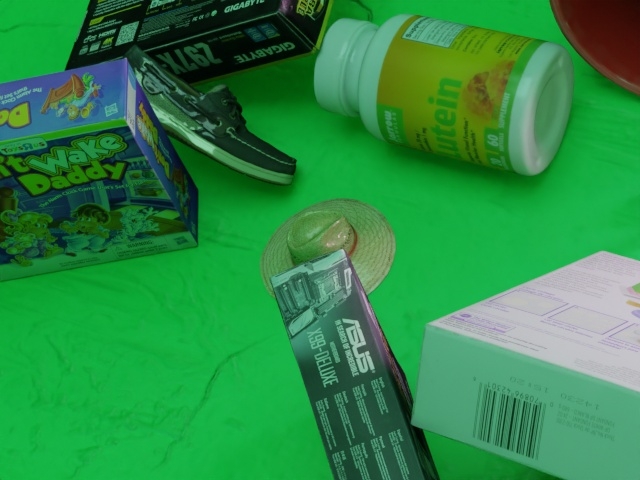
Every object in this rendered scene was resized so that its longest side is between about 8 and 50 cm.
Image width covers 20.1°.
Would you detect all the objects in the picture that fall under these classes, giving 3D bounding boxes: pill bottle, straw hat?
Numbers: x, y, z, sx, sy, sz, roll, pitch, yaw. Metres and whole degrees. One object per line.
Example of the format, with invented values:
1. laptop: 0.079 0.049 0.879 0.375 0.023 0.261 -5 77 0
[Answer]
1. pill bottle: 0.123 -0.157 1.847 0.245 0.136 0.136 15 63 25
2. straw hat: 0.000 0.000 1.829 0.144 0.061 0.144 -8 55 12

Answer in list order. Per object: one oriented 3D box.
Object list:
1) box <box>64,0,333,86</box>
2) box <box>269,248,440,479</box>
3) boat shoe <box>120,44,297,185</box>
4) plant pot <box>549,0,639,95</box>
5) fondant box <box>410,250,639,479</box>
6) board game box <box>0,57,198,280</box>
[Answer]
1. box: -0.116 -0.292 1.978 0.322 0.079 0.257 -11 50 37
2. box: 0.057 0.196 1.573 0.076 0.242 0.307 -21 54 3
3. boat shoe: -0.119 -0.132 1.891 0.223 0.080 0.073 27 98 1
4. plant pot: 0.395 -0.306 1.803 0.275 0.275 0.243 12 52 24
5. fondant box: 0.264 0.109 1.524 0.238 0.096 0.330 17 21 31
6. board game box: -0.326 -0.057 1.860 0.347 0.233 0.078 -10 55 11
